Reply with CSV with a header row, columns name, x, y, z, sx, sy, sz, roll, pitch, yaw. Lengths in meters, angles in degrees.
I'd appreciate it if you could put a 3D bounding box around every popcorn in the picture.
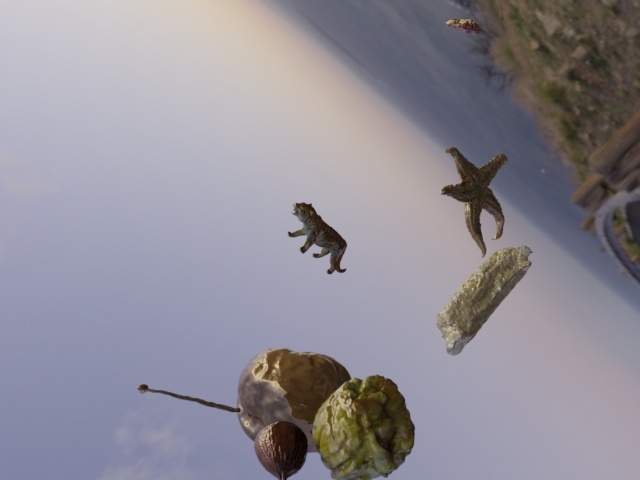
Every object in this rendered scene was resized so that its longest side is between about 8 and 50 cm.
name,x,y,z,sx,sy,sz,roll,pitch,yaw
popcorn,0.108,0.505,1.742,0.282,0.247,0.281,13,-127,-19

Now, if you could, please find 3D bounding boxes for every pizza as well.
name,x,y,z,sx,sy,sz,roll,pitch,yaw
pizza,0.402,-0.609,1.885,0.099,0.029,0.100,17,-175,24

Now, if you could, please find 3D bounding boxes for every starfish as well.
name,x,y,z,sx,sy,sz,roll,pitch,yaw
starfish,0.408,-0.127,1.773,0.303,0.299,0.060,27,165,-36

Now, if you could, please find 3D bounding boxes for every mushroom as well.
name,x,y,z,sx,sy,sz,roll,pitch,yaw
mushroom,-0.305,0.381,1.573,0.286,0.025,0.028,23,-171,-34

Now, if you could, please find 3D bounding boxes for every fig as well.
name,x,y,z,sx,sy,sz,roll,pitch,yaw
fig,-0.102,0.559,1.655,0.146,0.134,0.201,40,-155,-19

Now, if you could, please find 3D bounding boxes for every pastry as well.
name,x,y,z,sx,sy,sz,roll,pitch,yaw
pastry,0.322,0.119,1.334,0.089,0.258,0.121,40,167,26

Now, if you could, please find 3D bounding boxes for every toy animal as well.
name,x,y,z,sx,sy,sz,roll,pitch,yaw
toy animal,0.000,0.000,1.612,0.241,0.099,0.056,41,-165,-31

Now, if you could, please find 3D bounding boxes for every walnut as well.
name,x,y,z,sx,sy,sz,roll,pitch,yaw
walnut,-0.086,0.501,2.118,0.384,0.383,0.383,38,-168,-9
